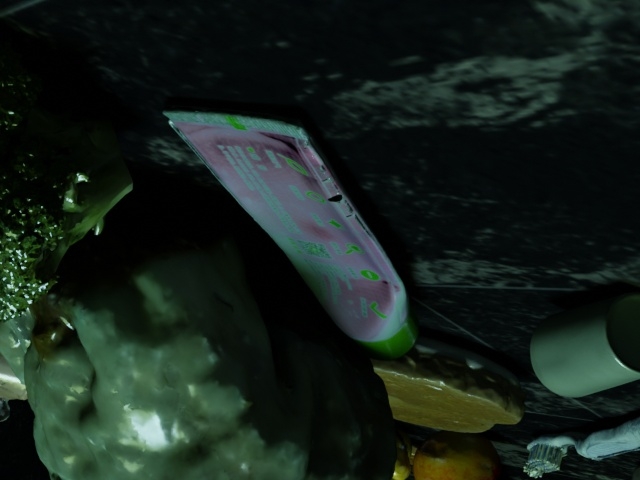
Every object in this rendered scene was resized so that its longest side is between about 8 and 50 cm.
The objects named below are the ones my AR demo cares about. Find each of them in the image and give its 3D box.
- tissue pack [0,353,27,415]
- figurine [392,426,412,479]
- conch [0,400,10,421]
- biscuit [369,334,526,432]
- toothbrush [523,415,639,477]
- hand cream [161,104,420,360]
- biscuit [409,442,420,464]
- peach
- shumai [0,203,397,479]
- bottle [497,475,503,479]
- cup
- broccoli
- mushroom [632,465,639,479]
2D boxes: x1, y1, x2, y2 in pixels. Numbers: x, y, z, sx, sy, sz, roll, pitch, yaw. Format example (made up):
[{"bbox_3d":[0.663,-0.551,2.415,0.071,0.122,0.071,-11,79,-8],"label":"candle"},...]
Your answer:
[{"bbox_3d":[-0.387,0.057,0.817,0.306,0.238,0.238,24,162,-18],"label":"tissue pack"},{"bbox_3d":[-0.021,0.294,1.234,0.320,0.196,0.323,-22,-173,-22],"label":"figurine"},{"bbox_3d":[-0.445,0.092,1.114,0.291,0.159,0.210,55,175,9],"label":"conch"},{"bbox_3d":[0.079,0.122,0.849,0.181,0.049,0.208,18,162,-1],"label":"biscuit"},{"bbox_3d":[0.268,0.181,0.868,0.035,0.042,0.413,19,161,-3],"label":"toothbrush"},{"bbox_3d":[-0.001,0.001,0.582,0.079,0.050,0.275,-15,147,14],"label":"hand cream"},{"bbox_3d":[0.124,0.316,1.442,0.140,0.023,0.118,4,159,35],"label":"biscuit"},{"bbox_3d":[0.163,0.270,1.138,0.101,0.100,0.100,16,163,5],"label":"peach"},{"bbox_3d":[-0.124,0.117,0.669,0.309,0.304,0.263,3,146,39],"label":"shumai"},{"bbox_3d":[0.242,0.371,1.418,0.072,0.082,0.244,59,-178,29],"label":"bottle"},{"bbox_3d":[0.177,0.066,0.574,0.075,0.054,0.083,22,160,-10],"label":"cup"},{"bbox_3d":[-0.173,-0.029,0.506,0.138,0.145,0.162,-17,-167,-25],"label":"broccoli"},{"bbox_3d":[0.414,0.307,1.010,0.188,0.117,0.141,15,175,-7],"label":"mushroom"}]
